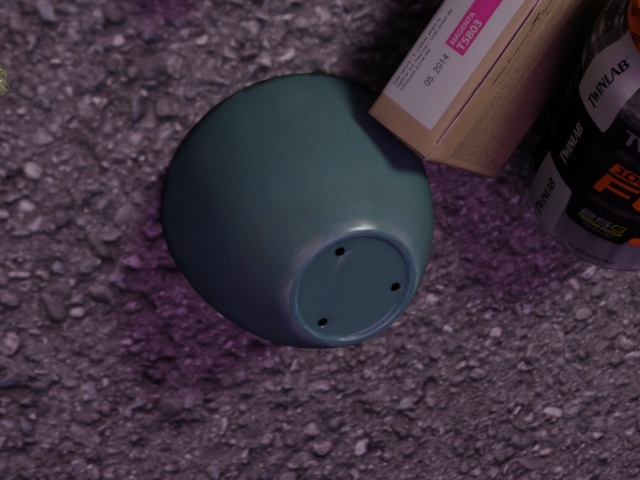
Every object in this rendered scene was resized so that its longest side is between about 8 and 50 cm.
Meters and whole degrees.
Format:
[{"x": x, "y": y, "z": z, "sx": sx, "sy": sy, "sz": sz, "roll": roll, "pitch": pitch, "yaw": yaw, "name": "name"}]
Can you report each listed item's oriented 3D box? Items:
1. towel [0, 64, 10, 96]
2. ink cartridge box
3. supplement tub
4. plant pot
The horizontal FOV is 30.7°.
[{"x": -0.363, "y": -0.164, "z": 1.049, "sx": 0.110, "sy": 0.027, "sz": 0.148, "roll": -34, "pitch": 127, "yaw": 1, "name": "towel"}, {"x": 0.179, "y": -0.186, "z": 1.175, "sx": 0.234, "sy": 0.088, "sz": 0.193, "roll": -54, "pitch": 155, "yaw": 14, "name": "ink cartridge box"}, {"x": 0.346, "y": -0.127, "z": 1.180, "sx": 0.207, "sy": 0.207, "sz": 0.338, "roll": -16, "pitch": 155, "yaw": -13, "name": "supplement tub"}, {"x": 0.000, "y": 0.000, "z": 1.198, "sx": 0.290, "sy": 0.195, "sz": 0.290, "roll": -11, "pitch": 124, "yaw": -17, "name": "plant pot"}]
